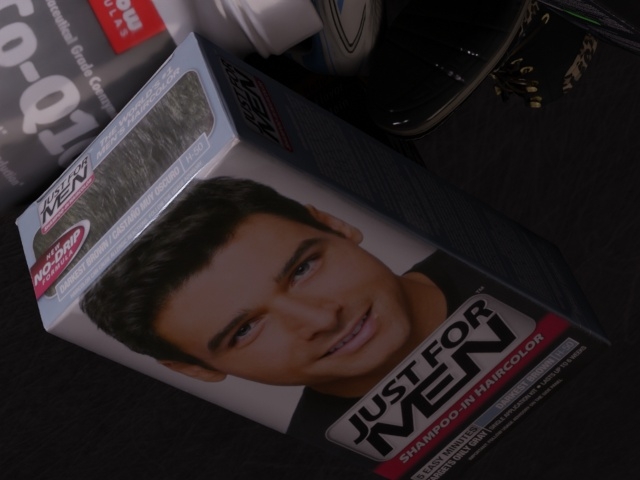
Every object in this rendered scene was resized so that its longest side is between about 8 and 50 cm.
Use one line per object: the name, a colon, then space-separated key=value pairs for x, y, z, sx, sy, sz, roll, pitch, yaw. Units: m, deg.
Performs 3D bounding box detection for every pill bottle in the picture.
pill bottle: x=-0.153 y=-0.135 z=1.284 sx=0.283 sy=0.161 sz=0.161 roll=-28 pitch=144 yaw=4

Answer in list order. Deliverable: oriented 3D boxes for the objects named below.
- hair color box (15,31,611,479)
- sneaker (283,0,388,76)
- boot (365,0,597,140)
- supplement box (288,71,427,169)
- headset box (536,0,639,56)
hair color box: x=0.003 y=0.030 z=1.310 sx=0.374 sy=0.114 sz=0.185 roll=28 pitch=117 yaw=-38
sneaker: x=0.009 y=-0.211 z=1.358 sx=0.086 sy=0.085 sz=0.237 roll=5 pitch=134 yaw=2
boot: x=0.133 y=-0.137 z=1.451 sx=0.236 sy=0.085 sz=0.179 roll=-55 pitch=151 yaw=-16
supplement box: x=0.000 y=0.000 z=1.511 sx=0.191 sy=0.194 sz=0.129 roll=-33 pitch=142 yaw=10
headset box: x=0.222 y=-0.264 z=1.293 sx=0.283 sy=0.131 sz=0.246 roll=21 pitch=96 yaw=-45
